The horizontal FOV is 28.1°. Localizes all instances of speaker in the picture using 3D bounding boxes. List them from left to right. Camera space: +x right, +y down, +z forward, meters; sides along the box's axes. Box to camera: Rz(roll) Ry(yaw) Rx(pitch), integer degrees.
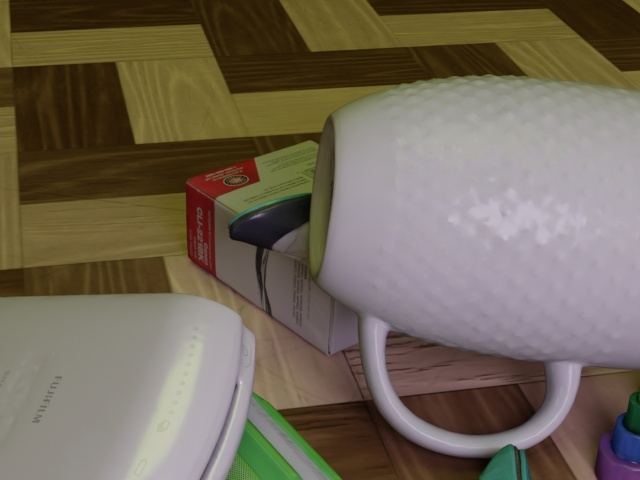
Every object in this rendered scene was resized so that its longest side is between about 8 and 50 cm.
[{"bbox_3d":[-0.059,0.218,1.078,0.131,0.131,0.296,-15,33,-28],"label":"speaker"}]

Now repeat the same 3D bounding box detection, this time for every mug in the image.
[{"bbox_3d":[0.157,0.023,1.239,0.328,0.374,0.276,6,-4,-7],"label":"mug"}]

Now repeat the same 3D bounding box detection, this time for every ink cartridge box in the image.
[{"bbox_3d":[0.000,0.000,1.491,0.197,0.114,0.273,-21,36,-35],"label":"ink cartridge box"}]

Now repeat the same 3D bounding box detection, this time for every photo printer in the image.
[{"bbox_3d":[-0.207,0.161,1.046,0.308,0.107,0.256,-2,48,30],"label":"photo printer"}]

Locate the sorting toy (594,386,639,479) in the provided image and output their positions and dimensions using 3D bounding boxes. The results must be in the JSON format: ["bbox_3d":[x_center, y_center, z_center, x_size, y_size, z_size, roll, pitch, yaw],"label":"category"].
[{"bbox_3d":[0.379,0.234,1.081,0.127,0.126,0.365,-16,34,-29],"label":"sorting toy"}]

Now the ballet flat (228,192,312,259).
[{"bbox_3d":[-0.002,-0.020,1.347,0.203,0.074,0.074,-20,36,-40],"label":"ballet flat"}]

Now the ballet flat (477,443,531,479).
[{"bbox_3d":[0.153,0.258,1.074,0.087,0.083,0.247,-13,27,2],"label":"ballet flat"}]
